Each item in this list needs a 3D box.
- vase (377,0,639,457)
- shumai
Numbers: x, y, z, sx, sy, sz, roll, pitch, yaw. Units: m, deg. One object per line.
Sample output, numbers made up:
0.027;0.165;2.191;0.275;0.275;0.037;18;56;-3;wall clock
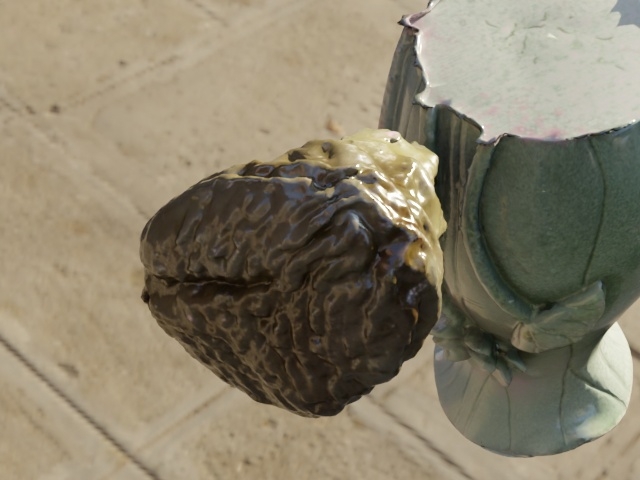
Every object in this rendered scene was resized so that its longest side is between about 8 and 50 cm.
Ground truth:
0.178;-0.002;1.094;0.250;0.445;0.250;-3;52;4;vase
0.000;0.000;0.847;0.166;0.206;0.175;59;40;-20;shumai
